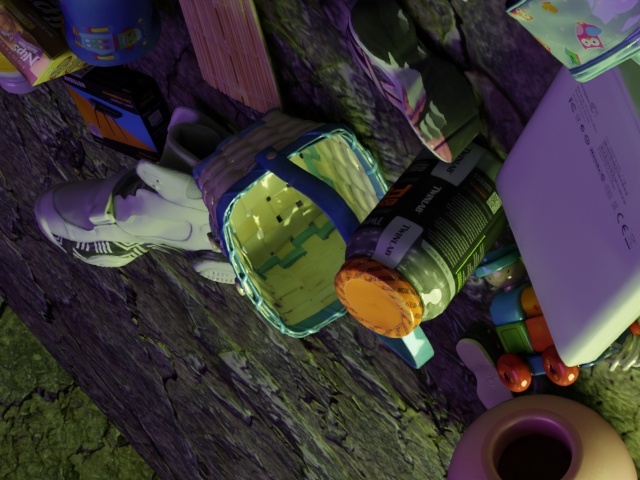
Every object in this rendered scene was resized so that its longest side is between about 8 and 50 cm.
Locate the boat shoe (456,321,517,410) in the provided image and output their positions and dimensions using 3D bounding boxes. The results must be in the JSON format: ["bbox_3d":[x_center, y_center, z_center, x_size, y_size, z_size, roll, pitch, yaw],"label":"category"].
[{"bbox_3d":[0.201,0.153,1.743,0.049,0.042,0.133,-6,125,38],"label":"boat shoe"}]

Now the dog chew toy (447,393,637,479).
[{"bbox_3d":[0.260,0.316,1.702,0.207,0.206,0.332,33,160,32],"label":"dog chew toy"}]

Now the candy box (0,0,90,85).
[{"bbox_3d":[-0.327,-0.262,1.851,0.109,0.187,0.053,47,121,3],"label":"candy box"}]

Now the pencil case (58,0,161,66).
[{"bbox_3d":[-0.259,-0.336,1.688,0.133,0.119,0.306,58,164,32],"label":"pencil case"}]

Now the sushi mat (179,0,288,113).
[{"bbox_3d":[-0.118,-0.273,1.667,0.151,0.019,0.316,29,151,35],"label":"sushi mat"}]

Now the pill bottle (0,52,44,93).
[{"bbox_3d":[-0.432,-0.292,2.079,0.103,0.103,0.184,36,153,27],"label":"pill bottle"}]

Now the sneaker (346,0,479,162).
[{"bbox_3d":[0.087,-0.157,1.449,0.178,0.072,0.077,59,168,-3],"label":"sneaker"}]

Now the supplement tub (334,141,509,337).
[{"bbox_3d":[0.102,-0.002,1.468,0.117,0.190,0.117,28,147,20],"label":"supplement tub"}]

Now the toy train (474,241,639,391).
[{"bbox_3d":[0.245,0.058,1.461,0.143,0.105,0.248,65,155,-1],"label":"toy train"}]

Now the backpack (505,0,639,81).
[{"bbox_3d":[0.222,-0.187,0.993,0.144,0.188,0.166,51,156,-6],"label":"backpack"}]

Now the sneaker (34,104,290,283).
[{"bbox_3d":[-0.221,-0.071,1.942,0.366,0.137,0.210,10,136,21],"label":"sneaker"}]

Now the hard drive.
[{"bbox_3d":[0.235,-0.036,1.279,0.307,0.040,0.203,110,144,-65],"label":"hard drive"}]

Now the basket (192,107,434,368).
[{"bbox_3d":[0.000,0.000,1.648,0.289,0.201,0.254,31,156,52],"label":"basket"}]

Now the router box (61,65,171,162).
[{"bbox_3d":[-0.270,-0.176,2.047,0.179,0.046,0.133,23,147,45],"label":"router box"}]
